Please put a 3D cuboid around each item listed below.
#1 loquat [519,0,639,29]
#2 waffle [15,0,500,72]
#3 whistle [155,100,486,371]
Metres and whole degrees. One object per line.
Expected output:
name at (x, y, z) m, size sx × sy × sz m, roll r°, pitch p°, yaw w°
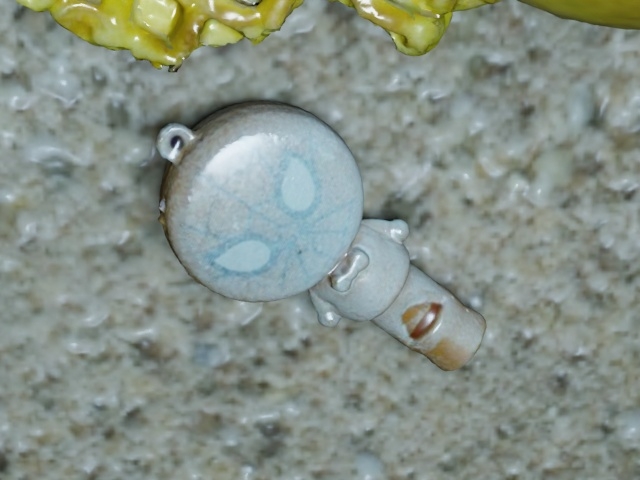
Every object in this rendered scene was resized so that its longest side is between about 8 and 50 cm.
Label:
loquat at (0.136, -0.255, 0.709) m, size 0.328 × 0.359 × 0.328 m, roll -14°, pitch 160°, yaw -5°
waffle at (-0.036, -0.173, 0.883) m, size 0.253 × 0.056 × 0.249 m, roll -30°, pitch 115°, yaw 11°
whistle at (0.000, 0.000, 0.981) m, size 0.220 × 0.057 × 0.107 m, roll 34°, pitch 99°, yaw -24°
